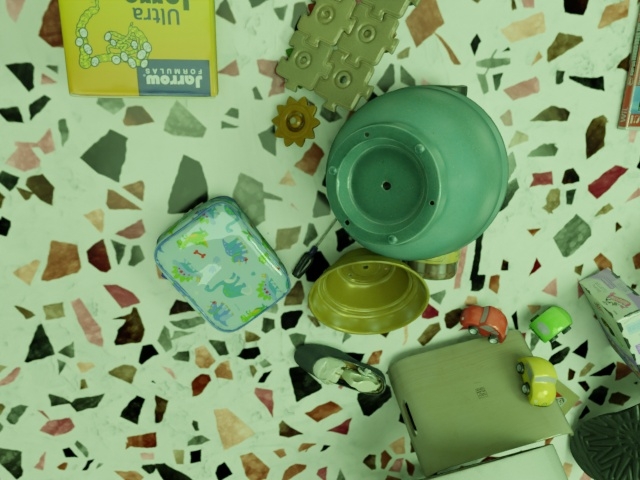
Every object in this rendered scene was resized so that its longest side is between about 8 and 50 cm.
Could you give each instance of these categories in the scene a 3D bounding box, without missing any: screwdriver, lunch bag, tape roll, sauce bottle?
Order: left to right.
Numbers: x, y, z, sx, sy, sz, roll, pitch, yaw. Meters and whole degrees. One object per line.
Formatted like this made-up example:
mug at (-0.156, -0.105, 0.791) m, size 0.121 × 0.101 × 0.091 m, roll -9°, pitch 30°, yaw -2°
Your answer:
lunch bag at (-0.174, 0.044, 0.931) m, size 0.176 × 0.090 × 0.219 m, roll -37°, pitch 109°, yaw 1°
screwdriver at (0.000, 0.000, 0.992) m, size 0.024 × 0.025 × 0.169 m, roll 35°, pitch 89°, yaw -17°
sauce bottle at (0.209, -0.103, 0.949) m, size 0.112 × 0.111 × 0.344 m, roll -2°, pitch 105°, yaw -10°
tape roll at (0.271, 0.480, 1.016) m, size 0.392 × 0.392 × 0.071 m, roll -13°, pitch 64°, yaw -6°

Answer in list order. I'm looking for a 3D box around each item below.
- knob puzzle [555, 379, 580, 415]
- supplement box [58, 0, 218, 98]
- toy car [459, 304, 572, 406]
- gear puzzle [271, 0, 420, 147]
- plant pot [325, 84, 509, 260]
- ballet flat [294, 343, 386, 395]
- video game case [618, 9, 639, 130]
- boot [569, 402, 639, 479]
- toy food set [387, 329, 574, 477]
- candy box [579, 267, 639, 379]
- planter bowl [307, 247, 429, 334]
knob puzzle at (0.457, 0.375, 1.176) m, size 0.213 × 0.030 × 0.213 m, roll -3°, pitch 107°, yaw -10°
supplement box at (-0.248, -0.384, 0.735) m, size 0.196 × 0.194 × 0.356 m, roll -3°, pitch 106°, yaw -10°
toy car at (0.432, 0.186, 1.059) m, size 0.225 × 0.239 × 0.053 m, roll -24°, pitch 151°, yaw -27°
gear puzzle at (0.029, -0.302, 0.863) m, size 0.176 × 0.044 × 0.338 m, roll 31°, pitch 101°, yaw 17°
plant pot at (0.127, -0.095, 0.817) m, size 0.293 × 0.196 × 0.292 m, roll 6°, pitch 105°, yaw 25°
ballet flat at (0.045, 0.262, 1.047) m, size 0.203 × 0.074 × 0.074 m, roll 24°, pitch 101°, yaw -16°
video game case at (0.690, -0.354, 1.005) m, size 0.204 × 0.025 × 0.284 m, roll -1°, pitch 106°, yaw -10°
boot at (0.843, 0.397, 1.190) m, size 0.446 × 0.146 × 0.367 m, roll -6°, pitch 148°, yaw -28°
toy food set at (0.314, 0.321, 1.053) m, size 0.306 × 0.219 × 0.092 m, roll -14°, pitch 146°, yaw -5°
candy box at (0.629, 0.178, 1.073) m, size 0.070 × 0.164 × 0.196 m, roll -30°, pitch 110°, yaw 13°
planter bowl at (0.086, 0.078, 0.970) m, size 0.217 × 0.090 × 0.217 m, roll 0°, pitch 135°, yaw 0°
